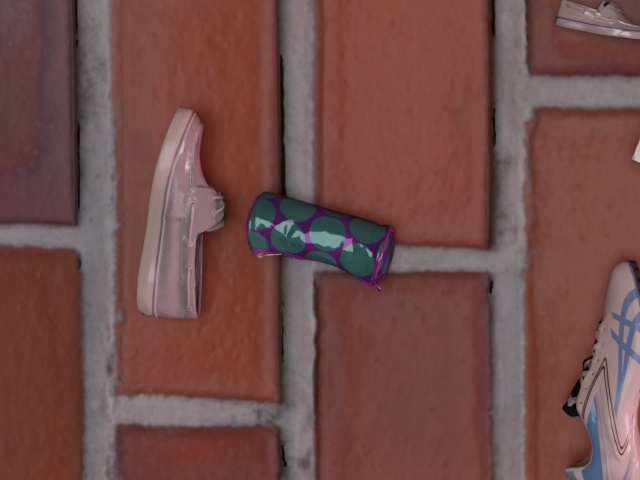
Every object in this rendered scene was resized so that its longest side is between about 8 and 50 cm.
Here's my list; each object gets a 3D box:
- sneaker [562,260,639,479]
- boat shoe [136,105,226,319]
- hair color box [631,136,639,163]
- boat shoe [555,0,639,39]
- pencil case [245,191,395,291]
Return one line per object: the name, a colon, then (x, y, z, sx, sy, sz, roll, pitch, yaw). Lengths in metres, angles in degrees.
sneaker: (0.291, 0.137, 1.919, 0.086, 0.085, 0.237, 5, 94, 5)
boat shoe: (-0.138, -0.025, 1.998, 0.081, 0.079, 0.227, 10, 102, 3)
hair color box: (0.405, -0.091, 1.898, 0.167, 0.053, 0.093, 23, 97, 10)
boat shoe: (0.289, -0.225, 1.921, 0.100, 0.035, 0.035, 13, 99, 16)
pencil case: (0.000, 0.000, 1.974, 0.151, 0.064, 0.070, 14, 81, 10)
